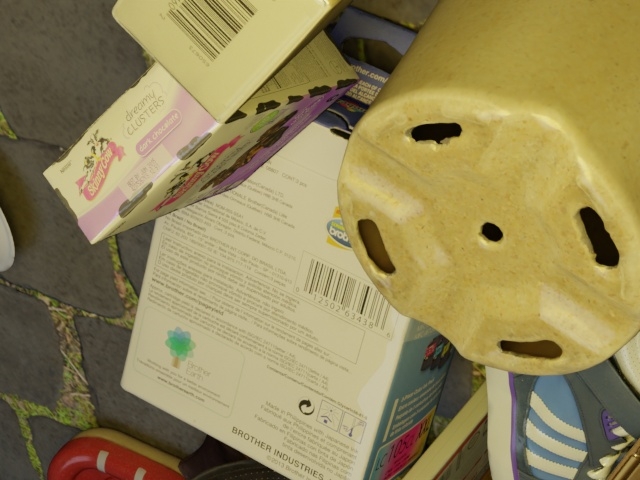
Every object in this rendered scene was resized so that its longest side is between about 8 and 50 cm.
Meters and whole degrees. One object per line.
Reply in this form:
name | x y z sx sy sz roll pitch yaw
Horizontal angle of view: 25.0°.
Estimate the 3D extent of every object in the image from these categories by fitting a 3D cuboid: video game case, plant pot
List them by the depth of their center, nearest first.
plant pot | 0.179 -0.084 1.007 0.333 0.305 0.334 22 136 23
video game case | 0.127 0.281 1.453 0.025 0.204 0.285 26 138 25

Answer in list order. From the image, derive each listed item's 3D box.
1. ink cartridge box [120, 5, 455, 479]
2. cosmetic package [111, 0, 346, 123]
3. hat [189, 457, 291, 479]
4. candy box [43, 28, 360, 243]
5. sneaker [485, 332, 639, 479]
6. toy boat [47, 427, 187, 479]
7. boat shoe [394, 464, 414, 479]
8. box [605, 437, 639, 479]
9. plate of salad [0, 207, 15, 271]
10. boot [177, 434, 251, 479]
ink cartridge box | 0.000 0.000 1.285 0.270 0.151 0.395 25 117 21
cosmetic package | 0.010 -0.233 1.007 0.113 0.309 0.160 46 141 -4
hat | -0.030 0.328 1.599 0.331 0.134 0.331 2 123 4
candy box | -0.088 -0.088 1.105 0.165 0.196 0.070 -38 83 34
sneaker | 0.277 0.165 1.286 0.236 0.130 0.323 11 126 37
toy boat | -0.262 0.349 1.869 0.231 0.151 0.151 19 135 25
boat shoe | 0.072 0.220 1.549 0.223 0.073 0.080 52 164 -16
box | 0.358 0.189 1.234 0.201 0.021 0.164 4 141 -14
plate of salad | -0.427 -0.051 1.727 0.200 0.048 0.200 32 143 27
boot | -0.118 0.245 1.707 0.248 0.090 0.207 48 138 -12
